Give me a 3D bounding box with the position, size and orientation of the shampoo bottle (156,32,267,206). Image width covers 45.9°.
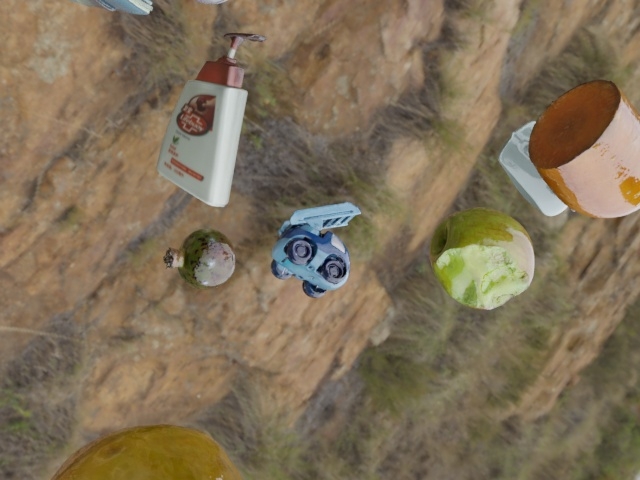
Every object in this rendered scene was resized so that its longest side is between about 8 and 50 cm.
[{"bbox_3d":[-0.175,-0.215,1.251,0.071,0.153,0.284,-6,121,-55],"label":"shampoo bottle"}]

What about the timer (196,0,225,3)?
[{"bbox_3d":[-0.190,-0.547,1.411,0.208,0.191,0.069,-42,160,-1],"label":"timer"}]

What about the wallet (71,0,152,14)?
[{"bbox_3d":[-0.416,-0.464,1.301,0.176,0.250,0.075,24,86,-60],"label":"wallet"}]

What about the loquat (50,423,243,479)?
[{"bbox_3d":[-0.164,0.271,0.713,0.234,0.176,0.187,19,114,-38],"label":"loquat"}]

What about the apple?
[{"bbox_3d":[0.383,0.040,1.837,0.246,0.226,0.246,-47,-152,34],"label":"apple"}]

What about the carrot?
[{"bbox_3d":[0.498,-0.144,1.358,0.331,0.214,0.193,30,89,-39],"label":"carrot"}]

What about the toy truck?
[{"bbox_3d":[0.000,0.000,0.688,0.056,0.073,0.090,-40,-159,57],"label":"toy truck"}]

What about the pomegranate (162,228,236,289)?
[{"bbox_3d":[-0.224,0.040,1.448,0.130,0.130,0.130,-45,159,-22],"label":"pomegranate"}]

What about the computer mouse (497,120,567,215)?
[{"bbox_3d":[0.488,-0.153,1.667,0.128,0.079,0.231,-48,115,-6],"label":"computer mouse"}]
